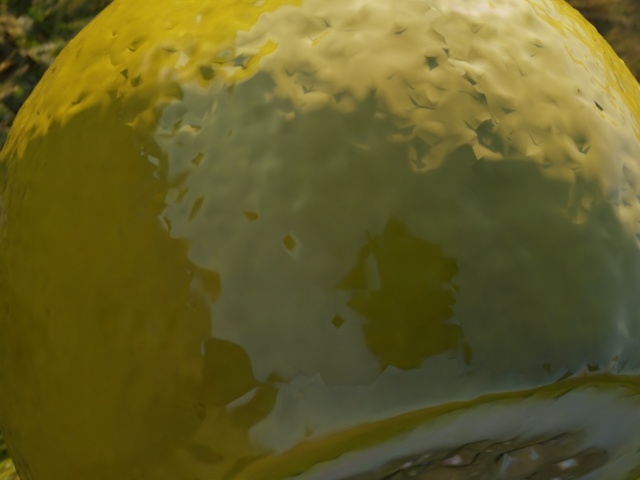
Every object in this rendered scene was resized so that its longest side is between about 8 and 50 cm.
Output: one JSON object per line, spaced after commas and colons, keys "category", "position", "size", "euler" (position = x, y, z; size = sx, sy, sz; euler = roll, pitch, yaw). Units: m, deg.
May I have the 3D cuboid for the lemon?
{"category": "lemon", "position": [0.000, 0.000, 0.499], "size": [0.240, 0.240, 0.219], "euler": [4, 57, -37]}
